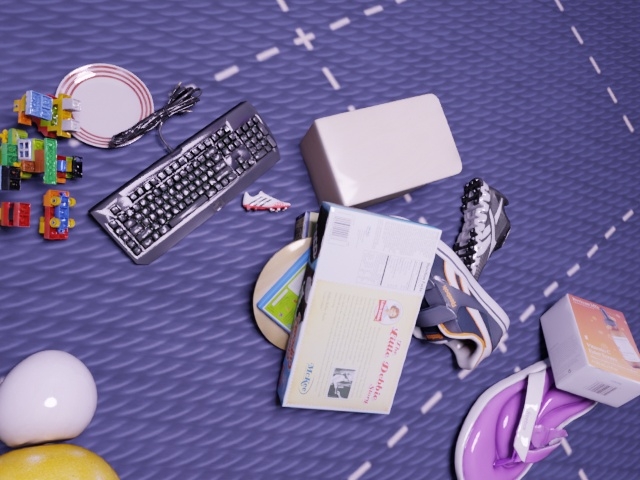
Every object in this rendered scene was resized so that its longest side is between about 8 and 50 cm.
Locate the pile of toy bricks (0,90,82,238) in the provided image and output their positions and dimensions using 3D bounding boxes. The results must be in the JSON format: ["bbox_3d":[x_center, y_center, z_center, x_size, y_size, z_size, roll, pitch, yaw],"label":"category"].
[{"bbox_3d":[-0.419,-0.110,0.625,0.105,0.118,0.212,2,90,19],"label":"pile of toy bricks"}]

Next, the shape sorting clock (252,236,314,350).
[{"bbox_3d":[-0.010,0.092,0.732,0.206,0.040,0.206,-4,103,-16],"label":"shape sorting clock"}]

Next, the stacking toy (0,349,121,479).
[{"bbox_3d":[-0.335,0.363,0.493,0.351,0.350,0.479,-2,66,-20],"label":"stacking toy"}]

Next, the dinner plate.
[{"bbox_3d":[-0.341,-0.213,0.703,0.141,0.017,0.141,3,81,-20],"label":"dinner plate"}]

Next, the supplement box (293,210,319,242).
[{"bbox_3d":[0.000,0.000,0.769,0.083,0.056,0.083,10,78,-18],"label":"supplement box"}]

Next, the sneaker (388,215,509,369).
[{"bbox_3d":[0.202,0.100,0.790,0.321,0.126,0.127,43,67,-8],"label":"sneaker"}]

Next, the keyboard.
[{"bbox_3d":[-0.226,-0.131,0.714,0.317,0.033,0.201,-44,103,-22],"label":"keyboard"}]

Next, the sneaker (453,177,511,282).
[{"bbox_3d":[0.329,-0.005,0.879,0.106,0.078,0.234,19,73,-14],"label":"sneaker"}]

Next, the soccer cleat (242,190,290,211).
[{"bbox_3d":[-0.093,-0.068,0.763,0.083,0.029,0.035,-1,86,-16],"label":"soccer cleat"}]

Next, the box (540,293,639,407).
[{"bbox_3d":[0.524,0.210,0.856,0.130,0.091,0.170,18,43,-4],"label":"box"}]

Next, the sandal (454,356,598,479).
[{"bbox_3d":[0.419,0.330,0.840,0.416,0.102,0.169,-29,91,-24],"label":"sandal"}]

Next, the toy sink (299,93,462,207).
[{"bbox_3d":[0.103,-0.148,0.793,0.234,0.131,0.152,-19,88,-17],"label":"toy sink"}]

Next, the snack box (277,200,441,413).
[{"bbox_3d":[0.058,0.115,0.702,0.187,0.060,0.322,11,99,-17],"label":"snack box"}]
